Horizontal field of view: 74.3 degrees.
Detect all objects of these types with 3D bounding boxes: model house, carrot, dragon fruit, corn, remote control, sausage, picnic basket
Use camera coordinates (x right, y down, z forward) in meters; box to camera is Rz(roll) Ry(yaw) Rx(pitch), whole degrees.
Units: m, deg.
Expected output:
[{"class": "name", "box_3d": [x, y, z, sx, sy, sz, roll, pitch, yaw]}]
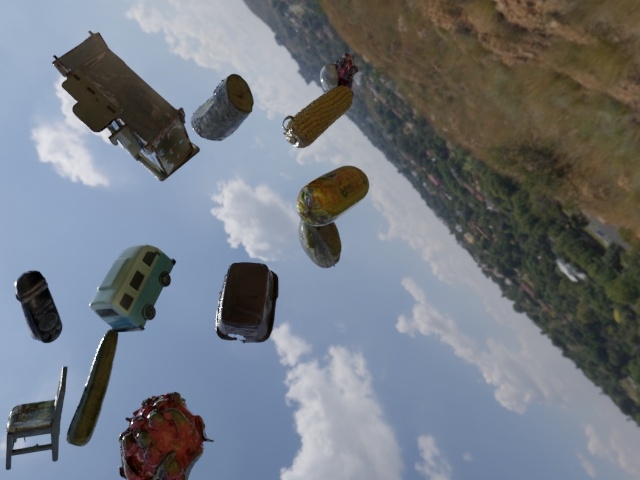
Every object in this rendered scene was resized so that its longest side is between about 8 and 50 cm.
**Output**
[{"class": "model house", "box_3d": [-0.447, -0.282, 1.006, 0.326, 0.169, 0.244, 42, 168, 8]}, {"class": "carrot", "box_3d": [-0.697, 0.447, 1.319, 0.074, 0.074, 0.359, 31, -116, -47]}, {"class": "dragon fruit", "box_3d": [-0.482, 0.625, 1.293, 0.237, 0.231, 0.303, 34, -144, -46]}, {"class": "corn", "box_3d": [-0.003, -0.380, 1.282, 0.106, 0.106, 0.293, 46, -122, -5]}, {"class": "remote control", "box_3d": [-0.824, 0.190, 1.222, 0.066, 0.266, 0.090, 14, -144, 9]}, {"class": "sausage", "box_3d": [0.041, -0.129, 1.155, 0.123, 0.123, 0.347, 48, -146, 3]}, {"class": "picnic basket", "box_3d": [-0.268, 0.204, 1.513, 0.129, 0.222, 0.297, 93, 180, -58]}]

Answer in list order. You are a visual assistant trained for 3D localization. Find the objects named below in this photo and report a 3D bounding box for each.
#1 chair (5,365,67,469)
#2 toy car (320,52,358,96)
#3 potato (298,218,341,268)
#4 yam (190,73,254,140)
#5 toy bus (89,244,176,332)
[{"class": "chair", "box_3d": [-0.883, 0.546, 1.314, 0.147, 0.271, 0.136, 5, -163, -30]}, {"class": "toy car", "box_3d": [0.055, -0.542, 1.390, 0.112, 0.139, 0.112, -2, -125, -12]}, {"class": "potato", "box_3d": [0.000, 0.000, 1.613, 0.174, 0.159, 0.251, -89, -23, -62]}, {"class": "yam", "box_3d": [-0.340, -0.453, 1.485, 0.154, 0.254, 0.154, 23, -123, -39]}, {"class": "toy bus", "box_3d": [-0.587, 0.134, 1.331, 0.165, 0.133, 0.271, 60, -149, -42]}]
